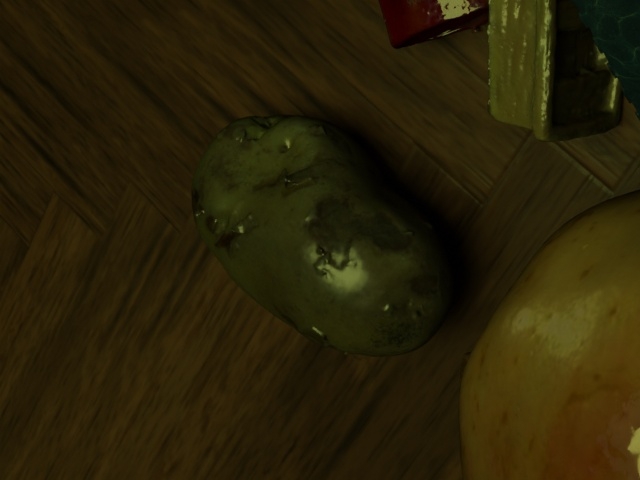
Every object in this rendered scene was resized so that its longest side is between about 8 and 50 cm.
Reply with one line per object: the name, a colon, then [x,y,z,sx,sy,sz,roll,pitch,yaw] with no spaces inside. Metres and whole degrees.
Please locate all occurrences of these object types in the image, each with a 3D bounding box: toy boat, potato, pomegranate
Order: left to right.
potato: [0.000,0.000,1.092,0.262,0.165,0.165,47,124,23]
toy boat: [0.177,-0.172,0.944,0.061,0.116,0.188,15,110,41]
pomegranate: [0.280,0.123,0.766,0.411,0.411,0.411,9,105,35]

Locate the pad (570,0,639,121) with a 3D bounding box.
pad: [0.204,-0.161,0.753,0.269,0.012,0.269,57,170,-7]

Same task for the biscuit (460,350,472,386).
biscuit: [0.157,0.227,1.007,0.044,0.202,0.289,-13,88,-1]

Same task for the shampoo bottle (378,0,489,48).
shampoo bottle: [0.067,-0.316,1.017,0.118,0.076,0.314,-15,91,41]
